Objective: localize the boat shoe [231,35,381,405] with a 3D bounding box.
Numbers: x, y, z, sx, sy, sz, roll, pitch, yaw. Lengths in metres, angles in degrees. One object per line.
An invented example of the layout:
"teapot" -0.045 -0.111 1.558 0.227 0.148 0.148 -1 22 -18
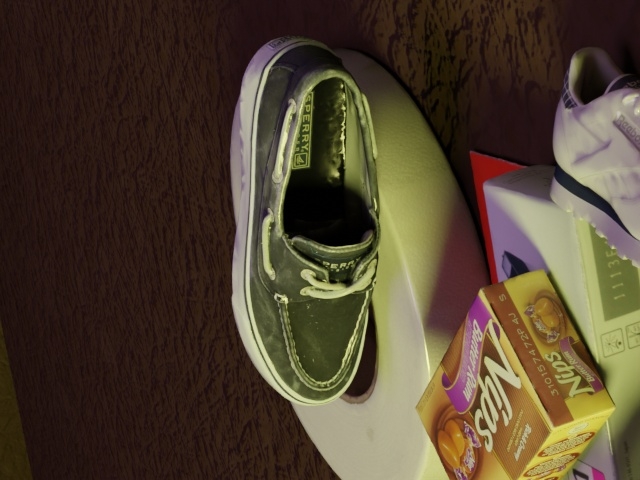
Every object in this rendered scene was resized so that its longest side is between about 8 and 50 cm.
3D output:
"boat shoe" 0.000 0.000 1.488 0.102 0.108 0.301 -139 45 -58

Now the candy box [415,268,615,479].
"candy box" 0.128 0.113 1.337 0.186 0.053 0.109 110 139 -59

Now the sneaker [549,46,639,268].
"sneaker" 0.204 -0.044 1.150 0.235 0.090 0.095 34 127 58

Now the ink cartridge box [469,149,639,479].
"ink cartridge box" 0.161 0.082 1.390 0.239 0.060 0.275 20 124 64

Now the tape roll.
"tape roll" 0.031 0.033 1.670 0.392 0.072 0.392 51 150 45
